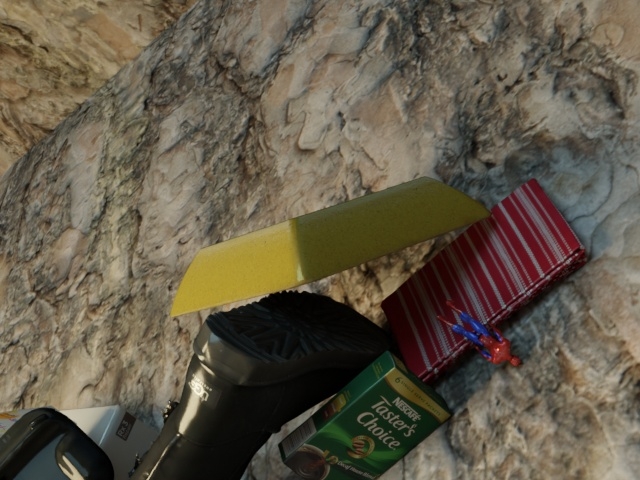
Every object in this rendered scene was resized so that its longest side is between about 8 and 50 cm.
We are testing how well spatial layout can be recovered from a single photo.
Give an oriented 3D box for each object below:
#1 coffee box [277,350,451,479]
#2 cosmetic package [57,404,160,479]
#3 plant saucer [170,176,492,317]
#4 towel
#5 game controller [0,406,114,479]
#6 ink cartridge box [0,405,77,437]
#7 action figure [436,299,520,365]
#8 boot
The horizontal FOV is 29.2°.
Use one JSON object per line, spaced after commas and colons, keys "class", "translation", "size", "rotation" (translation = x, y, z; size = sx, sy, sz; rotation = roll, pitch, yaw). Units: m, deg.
{"class": "coffee box", "translation": [0.052, 0.227, 1.471], "size": [0.184, 0.113, 0.040], "rotation": [-41, 28, 10]}
{"class": "cosmetic package", "translation": [-0.398, 0.381, 1.856], "size": [0.385, 0.156, 0.217], "rotation": [-9, 47, 48]}
{"class": "plant saucer", "translation": [0.000, 0.000, 1.625], "size": [0.333, 0.081, 0.332], "rotation": [-19, 2, -37]}
{"class": "towel", "translation": [0.200, 0.054, 1.565], "size": [0.275, 0.031, 0.199], "rotation": [-41, 29, 12]}
{"class": "game controller", "translation": [-0.398, 0.355, 1.496], "size": [0.166, 0.067, 0.319], "rotation": [37, 78, 24]}
{"class": "ink cartridge box", "translation": [-0.394, 0.268, 1.651], "size": [0.104, 0.181, 0.062], "rotation": [14, 105, 57]}
{"class": "action figure", "translation": [0.192, 0.114, 1.462], "size": [0.115, 0.030, 0.038], "rotation": [38, 101, 32]}
{"class": "boot", "translation": [-0.120, 0.289, 1.567], "size": [0.146, 0.367, 0.445], "rotation": [36, 109, 29]}
